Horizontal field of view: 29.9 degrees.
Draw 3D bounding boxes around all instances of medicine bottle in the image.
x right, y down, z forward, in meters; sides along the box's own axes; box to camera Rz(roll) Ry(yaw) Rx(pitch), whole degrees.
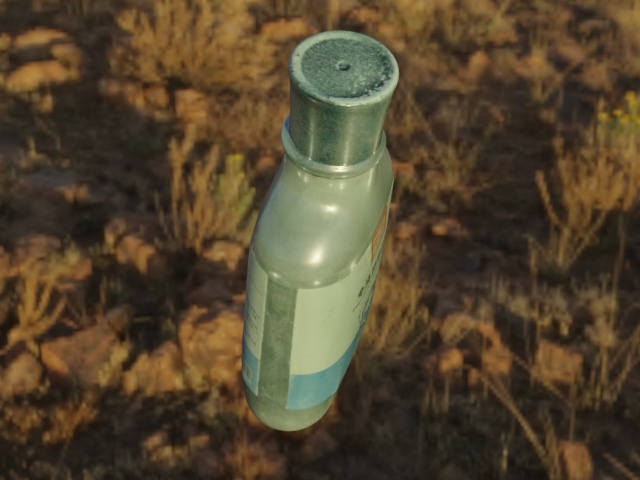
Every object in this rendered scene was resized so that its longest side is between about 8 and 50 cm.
[{"bbox_3d":[0.000,0.000,0.527,0.054,0.208,0.090,20,52,9],"label":"medicine bottle"}]
